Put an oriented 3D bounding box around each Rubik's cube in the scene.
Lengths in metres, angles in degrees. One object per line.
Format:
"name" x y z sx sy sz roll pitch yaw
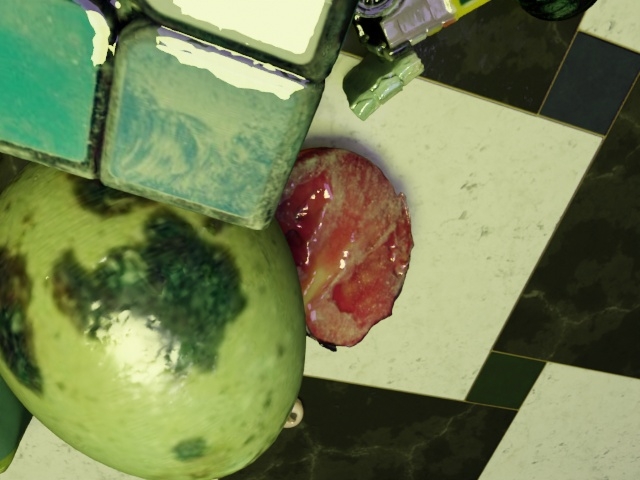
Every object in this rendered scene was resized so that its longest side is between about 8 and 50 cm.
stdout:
"Rubik's cube" -0.135 -0.243 0.477 0.313 0.316 0.318 17 125 -11

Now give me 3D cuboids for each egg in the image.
"egg" -0.194 0.079 0.626 0.345 0.345 0.428 -22 93 3

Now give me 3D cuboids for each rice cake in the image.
"rice cake" 0.087 -0.242 0.769 0.124 0.211 0.038 -40 111 13

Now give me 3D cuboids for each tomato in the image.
"tomato" 0.002 0.002 0.905 0.335 0.176 0.289 41 84 -22

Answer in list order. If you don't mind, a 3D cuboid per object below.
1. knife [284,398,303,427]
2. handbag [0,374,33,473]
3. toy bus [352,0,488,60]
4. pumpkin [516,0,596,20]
"knife" -0.195 0.331 1.108 0.336 0.043 0.081 16 107 -13
"handbag" -0.665 0.276 0.911 0.263 0.222 0.241 -4 116 -2
"toy bus" 0.067 -0.484 0.647 0.249 0.209 0.440 -28 116 6
"pumpkin" 0.340 -0.414 0.738 0.202 0.140 0.202 -5 98 -44
